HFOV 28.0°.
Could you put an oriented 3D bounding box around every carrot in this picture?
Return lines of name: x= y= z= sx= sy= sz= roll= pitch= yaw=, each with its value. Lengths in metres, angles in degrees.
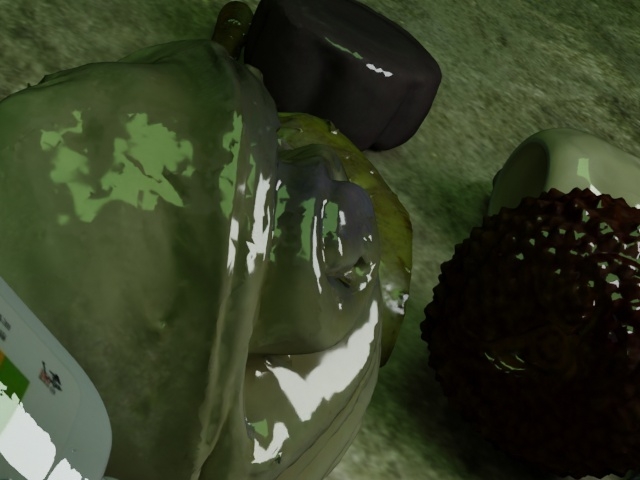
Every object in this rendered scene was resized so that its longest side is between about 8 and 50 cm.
carrot: x=-0.114 y=-0.225 z=1.525 sx=0.049 sy=0.049 sz=0.254 roll=24 pitch=32 yaw=-8

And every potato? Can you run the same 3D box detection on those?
potato: x=0.000 y=0.000 z=1.171 sx=0.176 sy=0.141 sz=0.298 roll=-3 pitch=47 yaw=-24

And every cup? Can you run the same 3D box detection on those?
cup: x=0.300 y=-0.045 z=1.458 sx=0.202 sy=0.173 sz=0.255 roll=20 pitch=30 yaw=-18

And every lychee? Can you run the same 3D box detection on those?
lychee: x=0.227 y=0.075 z=1.125 sx=0.267 sy=0.267 sz=0.267 roll=21 pitch=30 yaw=-13

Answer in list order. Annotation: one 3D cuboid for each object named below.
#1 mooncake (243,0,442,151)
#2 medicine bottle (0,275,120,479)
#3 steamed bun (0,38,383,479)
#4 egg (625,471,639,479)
mooncake: x=0.023 y=-0.209 z=1.521 sx=0.245 sy=0.133 sz=0.245 roll=21 pitch=30 yaw=-13
medicine bottle: x=-0.195 y=0.087 z=0.624 sx=0.296 sy=0.111 sz=0.161 roll=56 pitch=34 yaw=-24
steamed bun: x=-0.076 y=0.015 z=0.867 sx=0.352 sy=0.247 sz=0.339 roll=53 pitch=20 yaw=-22
egg: x=0.316 y=0.245 z=1.043 sx=0.182 sy=0.141 sz=0.141 roll=14 pitch=28 yaw=7
